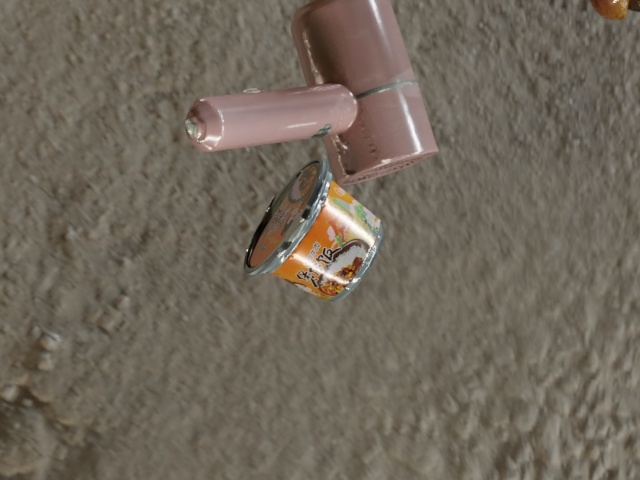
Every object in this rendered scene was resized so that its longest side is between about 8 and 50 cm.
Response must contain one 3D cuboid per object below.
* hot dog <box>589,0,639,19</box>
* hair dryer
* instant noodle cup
[{"bbox_3d":[0.319,-0.347,1.319,0.107,0.326,0.194,-27,43,-24],"label":"hot dog"},{"bbox_3d":[-0.024,-0.164,1.428,0.125,0.352,0.210,-19,86,41],"label":"hair dryer"},{"bbox_3d":[0.000,0.000,1.670,0.125,0.208,0.177,35,110,-15],"label":"instant noodle cup"}]
